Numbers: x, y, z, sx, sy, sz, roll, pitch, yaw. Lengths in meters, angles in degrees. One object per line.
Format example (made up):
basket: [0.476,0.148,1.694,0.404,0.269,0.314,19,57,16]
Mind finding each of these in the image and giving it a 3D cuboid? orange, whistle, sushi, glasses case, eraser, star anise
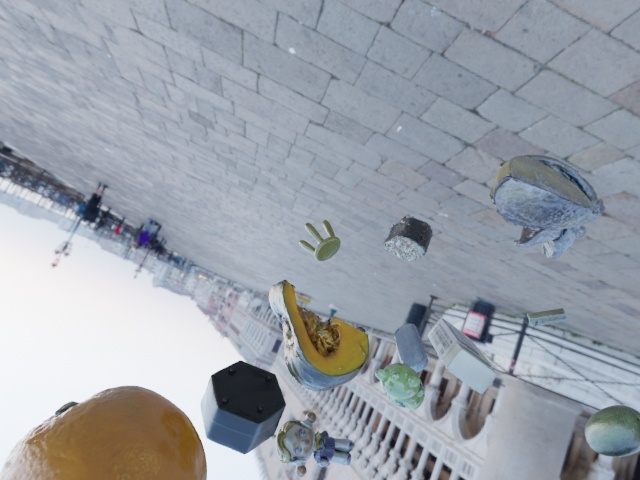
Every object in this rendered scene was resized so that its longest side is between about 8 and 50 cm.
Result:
orange: [-0.339,0.390,0.670,0.312,0.312,0.312,22,169,4]
whistle: [0.207,0.362,1.036,0.105,0.085,0.227,4,147,28]
sushi: [0.212,-0.001,1.023,0.090,0.078,0.150,33,164,-7]
glasses case: [0.375,0.447,1.777,0.067,0.109,0.282,55,-167,-21]
eraser: [0.408,0.328,1.244,0.124,0.081,0.279,37,-173,-1]
star anise: [0.649,-0.085,1.169,0.359,0.316,0.139,-8,-164,-14]

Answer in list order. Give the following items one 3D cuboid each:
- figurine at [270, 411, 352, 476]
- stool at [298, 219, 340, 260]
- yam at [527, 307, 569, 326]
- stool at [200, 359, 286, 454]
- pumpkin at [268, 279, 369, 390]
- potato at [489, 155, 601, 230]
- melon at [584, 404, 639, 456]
figurine: [-0.027,0.705,1.484,0.274,0.194,0.133,-3,157,-20]
stool: [0.000,0.000,1.526,0.110,0.135,0.134,48,179,32]
yam: [0.830,0.282,1.551,0.132,0.054,0.054,-17,148,29]
stool: [-0.219,0.465,1.202,0.232,0.141,0.232,20,-158,-9]
pumpkin: [0.000,0.222,1.049,0.190,0.281,0.139,-10,162,-25]
potato: [0.452,-0.103,0.912,0.261,0.100,0.120,17,145,-20]
melon: [0.755,0.484,1.076,0.114,0.114,0.167,24,130,-7]
